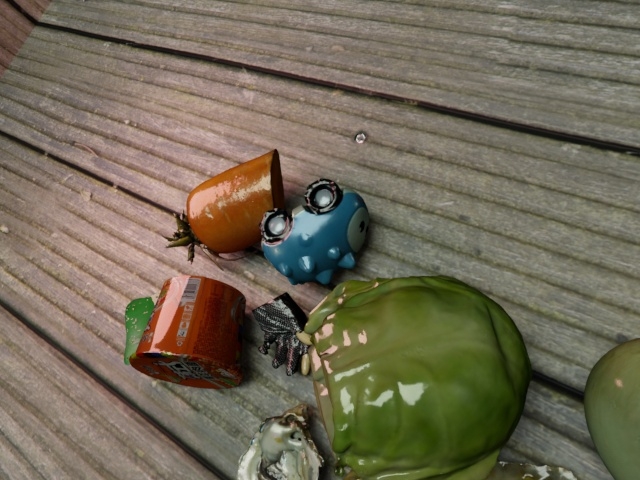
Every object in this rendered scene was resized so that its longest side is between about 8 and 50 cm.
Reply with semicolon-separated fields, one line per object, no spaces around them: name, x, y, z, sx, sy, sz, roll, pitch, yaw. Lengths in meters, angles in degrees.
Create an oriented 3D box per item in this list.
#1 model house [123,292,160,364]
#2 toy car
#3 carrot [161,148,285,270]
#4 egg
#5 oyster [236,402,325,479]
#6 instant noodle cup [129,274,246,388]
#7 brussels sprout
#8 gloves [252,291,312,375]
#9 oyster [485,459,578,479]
model house;-0.416;0.228;1.372;0.117;0.088;0.167;-21;59;17
toy car;0.000;0.000;1.211;0.255;0.188;0.190;-32;68;6
carrot;-0.213;-0.066;1.342;0.331;0.214;0.193;-21;32;13
egg;0.520;0.289;0.806;0.218;0.218;0.295;-20;69;18
oyster;-0.079;0.466;1.106;0.223;0.083;0.214;-36;54;15
instant noodle cup;-0.279;0.205;1.234;0.250;0.250;0.192;-6;58;24
brussels sprout;0.168;0.229;0.940;0.361;0.425;0.342;-14;106;-3
gloves;-0.068;0.212;1.217;0.129;0.106;0.180;-28;87;14
oyster;0.286;0.476;0.925;0.396;0.111;0.204;-18;44;19
